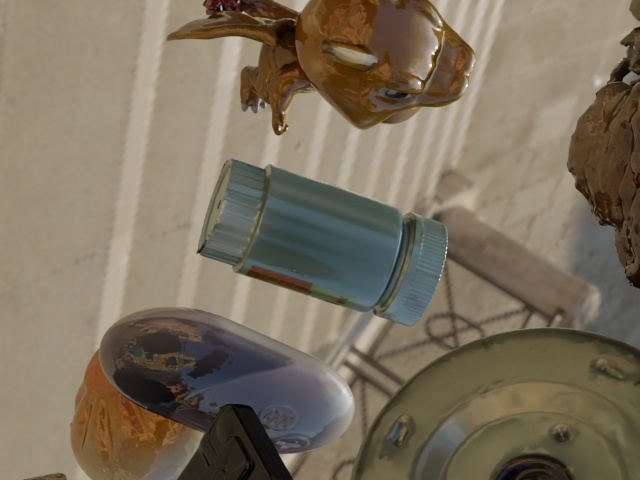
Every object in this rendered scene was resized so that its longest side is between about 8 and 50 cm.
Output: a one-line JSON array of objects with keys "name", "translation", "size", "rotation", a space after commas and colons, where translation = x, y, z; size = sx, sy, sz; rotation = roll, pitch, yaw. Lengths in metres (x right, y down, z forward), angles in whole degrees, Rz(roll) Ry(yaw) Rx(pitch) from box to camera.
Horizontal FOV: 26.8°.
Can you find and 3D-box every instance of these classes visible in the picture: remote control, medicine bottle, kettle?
[{"name": "remote control", "translation": [-0.114, 0.176, 1.653], "size": [0.221, 0.332, 0.103], "rotation": [-41, -150, 46]}, {"name": "medicine bottle", "translation": [0.000, 0.000, 1.842], "size": [0.158, 0.318, 0.158], "rotation": [-161, -90, -78]}, {"name": "kettle", "translation": [0.141, 0.266, 0.983], "size": [0.319, 0.247, 0.342], "rotation": [-15, 140, 6]}]

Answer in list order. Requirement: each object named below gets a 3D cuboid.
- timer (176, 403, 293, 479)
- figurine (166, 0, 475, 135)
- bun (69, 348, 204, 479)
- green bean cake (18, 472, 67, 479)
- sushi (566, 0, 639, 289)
[{"name": "timer", "translation": [-0.112, 0.288, 1.479], "size": [0.055, 0.144, 0.187], "rotation": [13, 119, -40]}, {"name": "figurine", "translation": [0.004, -0.295, 2.043], "size": [0.401, 0.387, 0.268], "rotation": [-16, 102, -32]}, {"name": "bun", "translation": [-0.271, 0.228, 2.026], "size": [0.299, 0.299, 0.165], "rotation": [-51, 125, -12]}, {"name": "green bean cake", "translation": [-0.357, 0.426, 1.775], "size": [0.131, 0.230, 0.224], "rotation": [-14, 179, -13]}, {"name": "sushi", "translation": [0.253, -0.075, 0.751], "size": [0.218, 0.225, 0.238], "rotation": [-20, 142, -34]}]
